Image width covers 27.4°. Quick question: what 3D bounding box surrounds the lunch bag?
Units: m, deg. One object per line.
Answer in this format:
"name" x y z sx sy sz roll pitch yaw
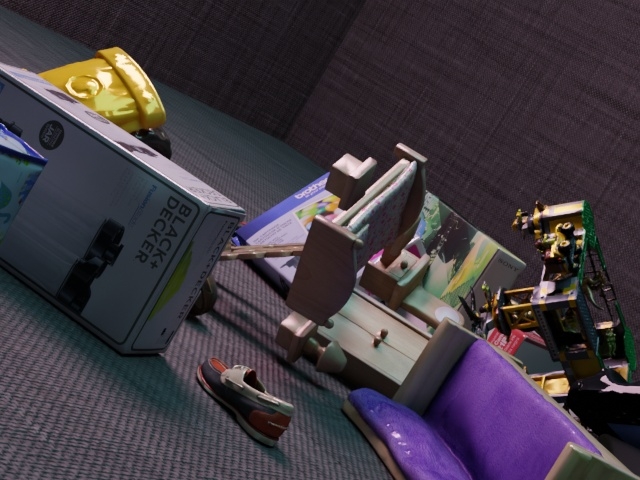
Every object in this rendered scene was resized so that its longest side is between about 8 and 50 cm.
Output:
"lunch bag" -0.337 -0.050 1.139 0.096 0.128 0.151 34 9 30

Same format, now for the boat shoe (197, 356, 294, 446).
"boat shoe" -0.071 0.143 1.248 0.049 0.043 0.137 22 10 -39

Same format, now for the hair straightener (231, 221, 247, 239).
"hair straightener" -0.090 -0.006 2.162 0.230 0.047 0.089 24 10 -44

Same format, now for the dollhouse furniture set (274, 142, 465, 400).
"dollhouse furniture set" 0.116 0.020 1.548 0.174 0.355 0.303 32 43 15

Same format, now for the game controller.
"game controller" 0.411 0.235 1.527 0.166 0.067 0.319 10 -21 40

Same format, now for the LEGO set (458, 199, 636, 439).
"LEGO set" 0.274 0.120 1.691 0.255 0.192 0.331 -76 147 -43

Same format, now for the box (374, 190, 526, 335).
"box" 0.157 0.072 1.905 0.058 0.232 0.322 30 7 -22

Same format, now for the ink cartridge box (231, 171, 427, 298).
"ink cartridge box" 0.000 0.000 1.963 0.311 0.186 0.065 38 -24 53

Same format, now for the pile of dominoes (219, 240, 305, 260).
"pile of dominoes" -0.086 -0.001 1.642 0.251 0.040 0.196 -4 2 12

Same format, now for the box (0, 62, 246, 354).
"box" -0.238 -0.034 1.285 0.290 0.169 0.087 34 8 18

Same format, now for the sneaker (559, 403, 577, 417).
"sneaker" 0.474 0.320 2.033 0.297 0.111 0.129 30 13 5

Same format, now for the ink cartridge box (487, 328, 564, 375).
"ink cartridge box" 0.291 0.168 2.261 0.197 0.114 0.273 23 9 -43

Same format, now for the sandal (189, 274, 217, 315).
"sandal" -0.155 -0.014 1.533 0.060 0.090 0.219 -8 57 -30

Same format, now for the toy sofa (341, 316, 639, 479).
"toy sofa" 0.171 0.209 1.360 0.177 0.150 0.362 29 7 -21

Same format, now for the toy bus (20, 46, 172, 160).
"toy bus" -0.295 -0.088 1.478 0.211 0.220 0.149 -15 51 -33

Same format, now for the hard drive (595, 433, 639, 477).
"hard drive" 0.435 0.358 1.487 0.308 0.040 0.203 27 40 -28
